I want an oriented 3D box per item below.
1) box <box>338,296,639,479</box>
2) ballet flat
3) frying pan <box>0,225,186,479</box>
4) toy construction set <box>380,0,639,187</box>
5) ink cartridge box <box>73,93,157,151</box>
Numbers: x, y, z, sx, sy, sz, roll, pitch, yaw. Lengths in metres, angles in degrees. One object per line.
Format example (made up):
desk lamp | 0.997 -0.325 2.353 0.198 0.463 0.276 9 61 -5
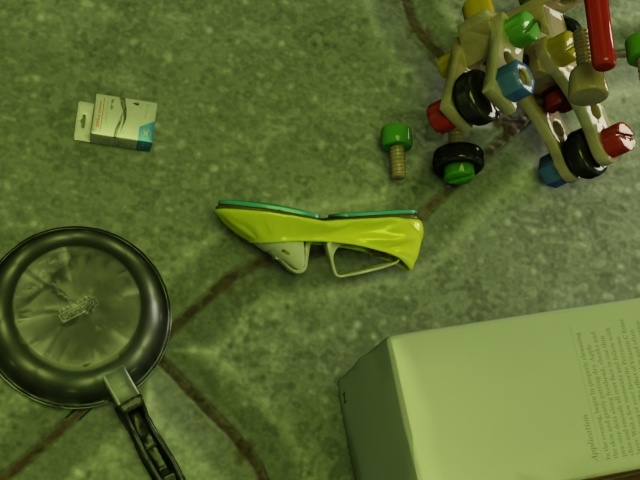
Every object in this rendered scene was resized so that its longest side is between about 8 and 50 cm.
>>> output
box | 0.218 0.173 1.424 0.345 0.215 0.168 -7 75 -15
ballet flat | 0.000 0.000 1.510 0.231 0.077 0.077 3 88 -14
frying pan | -0.239 0.134 1.425 0.197 0.053 0.326 -5 71 -14
toy construction set | 0.235 -0.218 1.525 0.258 0.309 0.237 7 66 -19
ink cartridge box | -0.221 -0.128 1.520 0.083 0.028 0.048 7 71 -10
